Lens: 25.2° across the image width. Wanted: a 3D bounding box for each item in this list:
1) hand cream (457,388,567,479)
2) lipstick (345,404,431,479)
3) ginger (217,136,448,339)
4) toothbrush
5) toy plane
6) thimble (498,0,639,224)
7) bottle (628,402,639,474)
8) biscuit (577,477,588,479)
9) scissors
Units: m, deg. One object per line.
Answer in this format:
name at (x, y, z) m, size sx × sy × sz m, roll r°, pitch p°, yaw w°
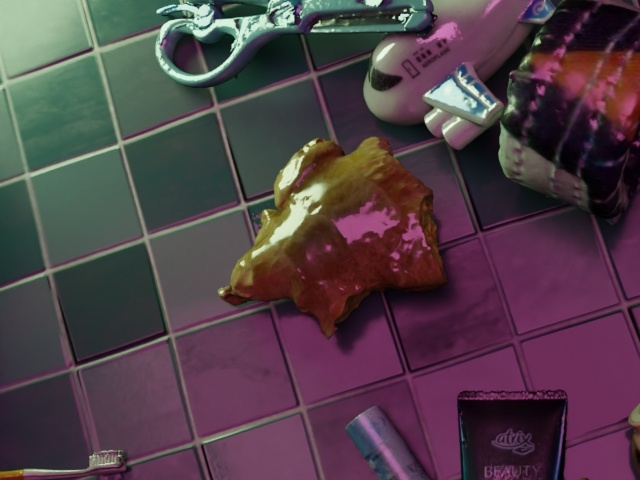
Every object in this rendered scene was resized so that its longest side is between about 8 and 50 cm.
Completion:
hand cream at (0.204, 0.292, 1.521) m, size 0.120 × 0.061 × 0.270 m, roll -2°, pitch 70°, yaw 14°
lipstick at (0.089, 0.256, 1.550) m, size 0.048 × 0.048 × 0.158 m, roll -36°, pitch 74°, yaw 1°
ginger at (0.000, 0.000, 1.586) m, size 0.270 × 0.123 × 0.219 m, roll -17°, pitch 77°, yaw 7°
toothbrush at (-0.362, 0.271, 1.649) m, size 0.288 × 0.021 × 0.024 m, roll -9°, pitch 65°, yaw 9°
toy plane at (0.148, -0.227, 1.583) m, size 0.267 × 0.123 × 0.267 m, roll -18°, pitch 63°, yaw 41°
thimble at (0.292, -0.137, 1.518) m, size 0.150 × 0.237 × 0.237 m, roll 28°, pitch 84°, yaw 20°
bottle at (0.423, 0.181, 1.458) m, size 0.236 × 0.147 × 0.147 m, roll -35°, pitch 73°, yaw 10°
biscuit at (0.253, 0.362, 1.465) m, size 0.144 × 0.016 × 0.203 m, roll -17°, pitch 83°, yaw -25°
scissors at (-0.041, -0.256, 1.625) m, size 0.393 × 0.032 × 0.180 m, roll 8°, pitch 86°, yaw 36°
